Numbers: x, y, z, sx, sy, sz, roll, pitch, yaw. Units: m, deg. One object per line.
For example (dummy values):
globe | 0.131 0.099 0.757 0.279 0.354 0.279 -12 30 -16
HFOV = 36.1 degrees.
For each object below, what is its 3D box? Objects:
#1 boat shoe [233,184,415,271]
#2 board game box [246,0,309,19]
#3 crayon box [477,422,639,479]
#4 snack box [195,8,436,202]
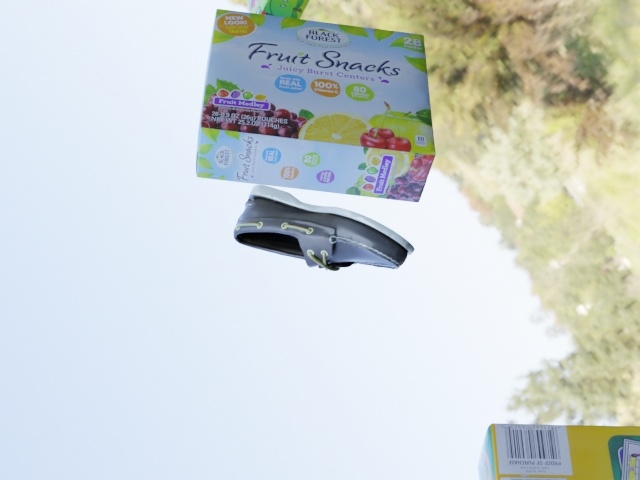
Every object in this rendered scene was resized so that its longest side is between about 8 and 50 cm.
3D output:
boat shoe | 0.000 0.000 1.106 0.228 0.068 0.081 17 161 36
board game box | -0.019 -0.307 1.006 0.043 0.181 0.092 14 -141 -26
crayon box | 0.263 0.226 0.720 0.081 0.279 0.165 87 -175 -50
snack box | -0.005 -0.128 0.915 0.207 0.070 0.174 7 -132 -6
